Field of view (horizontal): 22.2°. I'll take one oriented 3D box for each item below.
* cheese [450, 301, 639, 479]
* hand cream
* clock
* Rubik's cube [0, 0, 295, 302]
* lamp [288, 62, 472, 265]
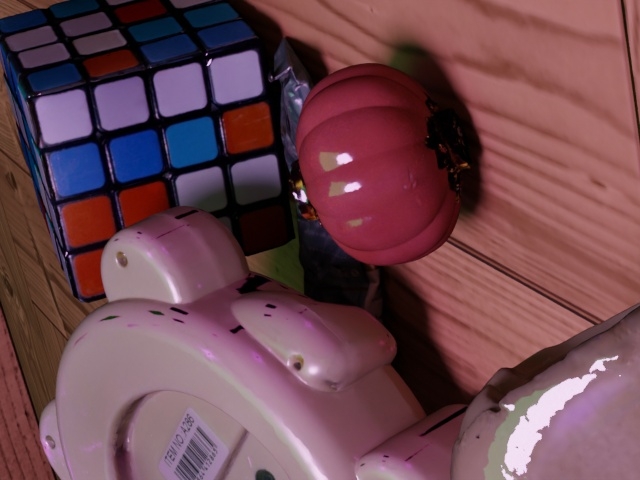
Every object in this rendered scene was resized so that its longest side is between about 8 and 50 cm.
[{"bbox_3d":[0.151,0.108,0.616,0.202,0.175,0.091,48,-157,-8],"label":"cheese"},{"bbox_3d":[0.000,0.000,1.030,0.075,0.052,0.248,24,132,62],"label":"hand cream"},{"bbox_3d":[-0.035,0.150,1.006,0.309,0.114,0.284,44,135,20],"label":"clock"},{"bbox_3d":[-0.120,-0.075,1.092,0.151,0.154,0.155,-126,24,-55],"label":"Rubik's cube"},{"bbox_3d":[0.031,-0.039,0.847,0.107,0.092,0.107,-19,-90,-75],"label":"lamp"}]
